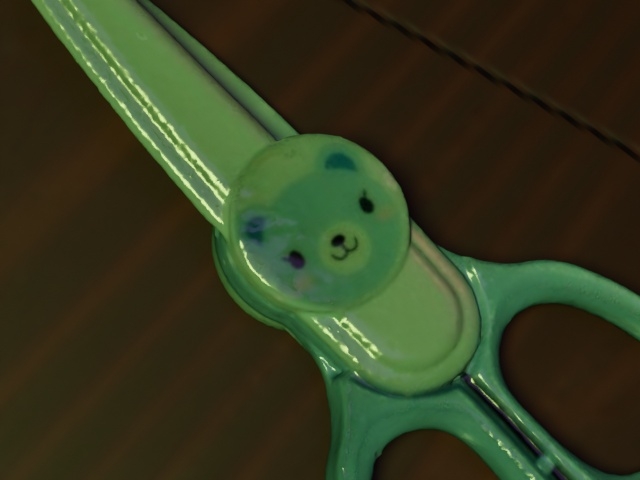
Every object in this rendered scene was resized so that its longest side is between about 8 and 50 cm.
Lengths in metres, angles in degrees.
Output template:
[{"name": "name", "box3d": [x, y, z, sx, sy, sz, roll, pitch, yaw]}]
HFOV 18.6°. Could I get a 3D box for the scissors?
[{"name": "scissors", "box3d": [0.000, 0.000, 0.566, 0.256, 0.030, 0.125, 47, 68, 2]}]
